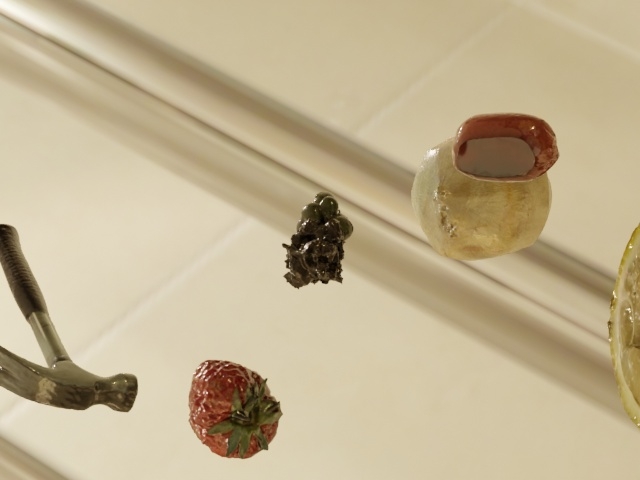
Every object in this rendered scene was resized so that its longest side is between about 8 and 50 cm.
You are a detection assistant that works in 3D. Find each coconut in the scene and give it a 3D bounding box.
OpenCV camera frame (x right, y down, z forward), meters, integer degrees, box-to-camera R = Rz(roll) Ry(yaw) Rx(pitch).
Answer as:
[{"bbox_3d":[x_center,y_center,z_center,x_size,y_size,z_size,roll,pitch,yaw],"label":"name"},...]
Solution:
[{"bbox_3d":[0.213,-0.060,2.253,0.194,0.194,0.194,-52,-19,-27],"label":"coconut"}]

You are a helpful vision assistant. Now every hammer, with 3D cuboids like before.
[{"bbox_3d":[-0.223,0.050,1.263,0.103,0.246,0.029,8,-65,-31],"label":"hammer"}]

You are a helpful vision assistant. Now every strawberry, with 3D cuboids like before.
[{"bbox_3d":[-0.126,0.218,2.178,0.131,0.148,0.131,-12,-75,-50],"label":"strawberry"}]

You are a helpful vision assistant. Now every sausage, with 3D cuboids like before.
[{"bbox_3d":[0.156,-0.080,1.411,0.054,0.094,0.059,-37,-56,-59],"label":"sausage"}]

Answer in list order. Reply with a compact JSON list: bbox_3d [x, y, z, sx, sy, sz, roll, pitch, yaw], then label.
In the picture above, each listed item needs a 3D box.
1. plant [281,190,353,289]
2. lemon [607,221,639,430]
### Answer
[{"bbox_3d":[0.000,0.000,1.944,0.085,0.087,0.174,-54,11,26],"label":"plant"},{"bbox_3d":[0.545,0.101,1.999,0.364,0.364,0.364,-52,-19,-27],"label":"lemon"}]
